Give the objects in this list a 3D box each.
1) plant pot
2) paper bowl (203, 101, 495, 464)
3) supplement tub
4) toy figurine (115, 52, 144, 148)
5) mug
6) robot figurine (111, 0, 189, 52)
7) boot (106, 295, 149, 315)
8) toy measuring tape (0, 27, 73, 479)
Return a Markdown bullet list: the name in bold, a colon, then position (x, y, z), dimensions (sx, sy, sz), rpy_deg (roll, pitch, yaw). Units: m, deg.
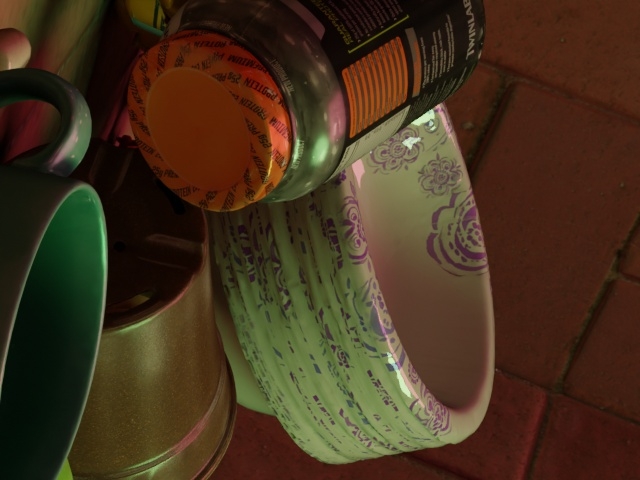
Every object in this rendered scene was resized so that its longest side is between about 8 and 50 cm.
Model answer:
- **plant pot**: position (-0.125, 0.042, 1.053), dimensions (0.165, 0.167, 0.167), rpy_deg (97, 13, -52)
- **paper bowl**: position (0.000, 0.000, 1.246), dimensions (0.284, 0.148, 0.284), rpy_deg (-13, 90, -69)
- **supplement tub**: position (-0.007, -0.094, 1.028), dimensions (0.190, 0.117, 0.117), rpy_deg (-35, 154, -45)
- **toy figurine**: position (-0.106, -0.061, 1.378), dimensions (0.173, 0.130, 0.159), rpy_deg (-169, -89, -69)
- **mug**: position (-0.143, 0.023, 0.750), dimensions (0.129, 0.097, 0.158), rpy_deg (91, 12, -46)
- **robot figurine**: position (-0.054, -0.214, 1.075), dimensions (0.291, 0.085, 0.211), rpy_deg (110, 1, -69)
- **boot**: position (-0.128, 0.014, 1.546), dimensions (0.236, 0.089, 0.269), rpy_deg (-31, -149, 59)
- **toy measuring tape**: position (-0.156, 0.070, 0.918), dimensions (0.121, 0.121, 0.330), rpy_deg (-65, 176, -70)
